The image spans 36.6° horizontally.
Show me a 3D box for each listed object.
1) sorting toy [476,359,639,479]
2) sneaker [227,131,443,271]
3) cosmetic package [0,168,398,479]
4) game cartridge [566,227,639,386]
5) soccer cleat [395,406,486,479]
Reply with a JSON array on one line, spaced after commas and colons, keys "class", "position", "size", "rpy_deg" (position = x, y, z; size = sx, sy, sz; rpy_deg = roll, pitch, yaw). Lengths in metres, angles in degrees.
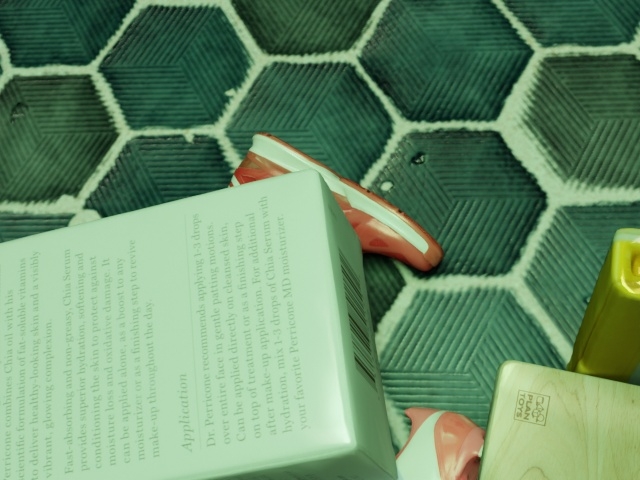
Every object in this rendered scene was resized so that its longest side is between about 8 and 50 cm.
[{"class": "sorting toy", "position": [0.237, 0.243, 0.737], "size": [0.255, 0.089, 0.257], "rpy_deg": [11, 83, 5]}, {"class": "sneaker", "position": [0.000, 0.000, 0.933], "size": [0.221, 0.087, 0.128], "rpy_deg": [32, 91, 20]}, {"class": "cosmetic package", "position": [-0.183, 0.120, 0.813], "size": [0.453, 0.161, 0.230], "rpy_deg": [-12, 65, 11]}, {"class": "game cartridge", "position": [0.334, 0.081, 0.696], "size": [0.285, 0.324, 0.053], "rpy_deg": [3, 67, 10]}, {"class": "soccer cleat", "position": [0.062, 0.254, 0.800], "size": [0.095, 0.083, 0.248], "rpy_deg": [18, 69, 38]}]
